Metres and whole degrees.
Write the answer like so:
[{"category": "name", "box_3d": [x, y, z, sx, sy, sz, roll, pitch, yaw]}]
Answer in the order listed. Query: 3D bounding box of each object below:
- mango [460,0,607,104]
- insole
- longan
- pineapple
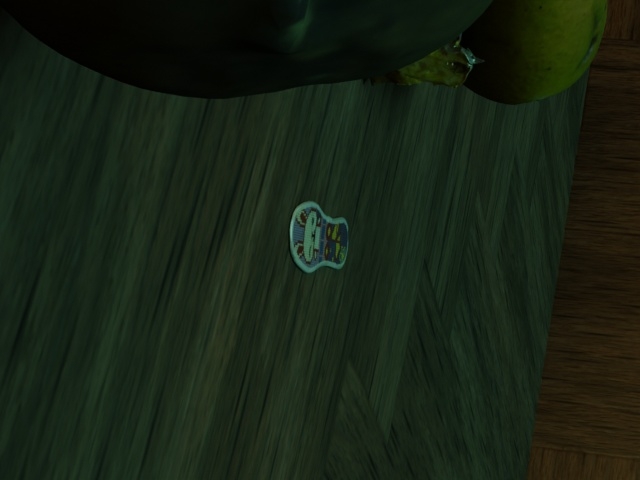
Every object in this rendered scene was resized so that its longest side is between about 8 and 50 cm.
[{"category": "mango", "box_3d": [0.188, -0.285, 1.621, 0.253, 0.182, 0.365, 59, -4, 19]}, {"category": "insole", "box_3d": [0.000, 0.000, 1.457, 0.197, 0.004, 0.065, 18, 78, -74]}, {"category": "longan", "box_3d": [-0.036, -0.205, 0.710, 0.319, 0.319, 0.319, 5, 90, -75]}, {"category": "pineapple", "box_3d": [0.092, -0.193, 1.573, 0.116, 0.137, 0.069, -25, 125, -26]}]
